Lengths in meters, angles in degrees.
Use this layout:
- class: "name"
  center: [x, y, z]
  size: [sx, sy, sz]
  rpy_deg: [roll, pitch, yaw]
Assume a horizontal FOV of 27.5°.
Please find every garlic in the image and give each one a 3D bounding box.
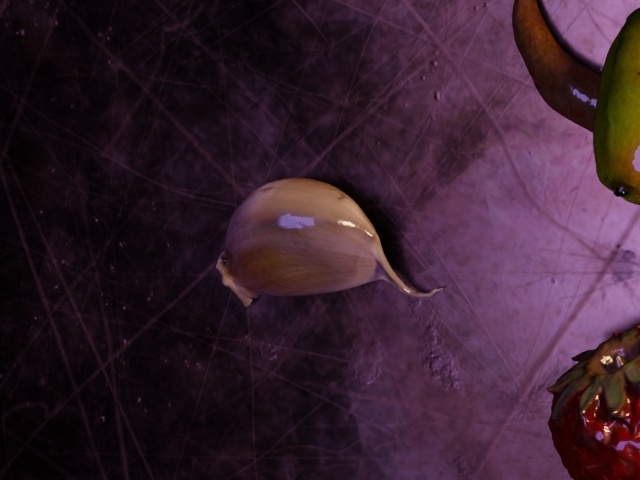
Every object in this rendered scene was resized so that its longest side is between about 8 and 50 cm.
- class: "garlic"
  center: [0.002, -0.001, 1.508]
  size: [0.266, 0.148, 0.128]
  rpy_deg: [5, 64, 31]

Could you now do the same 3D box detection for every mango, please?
- class: "mango"
  center: [0.332, -0.141, 1.263]
  size: [0.125, 0.111, 0.233]
  rpy_deg: [17, 62, 8]

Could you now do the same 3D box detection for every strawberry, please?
- class: "strawberry"
  center: [0.348, 0.214, 1.330]
  size: [0.205, 0.205, 0.244]
  rpy_deg: [-22, 109, 28]

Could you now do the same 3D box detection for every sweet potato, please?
- class: "sweet potato"
  center: [0.274, -0.161, 1.361]
  size: [0.078, 0.058, 0.255]
  rpy_deg: [-47, 73, 8]
